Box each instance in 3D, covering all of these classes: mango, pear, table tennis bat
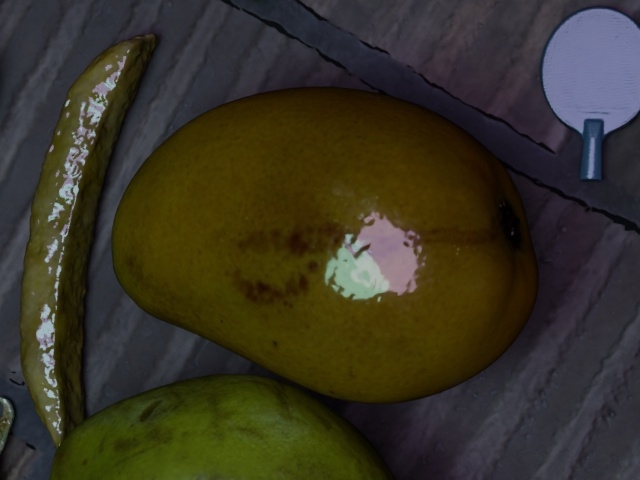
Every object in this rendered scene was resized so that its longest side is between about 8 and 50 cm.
[{"bbox_3d":[0.000,0.000,1.675,0.378,0.221,0.264,7,95,18],"label":"mango"},{"bbox_3d":[-0.076,0.244,1.670,0.321,0.269,0.269,22,95,7],"label":"pear"},{"bbox_3d":[0.243,-0.129,1.727,0.100,0.019,0.155,2,90,10],"label":"table tennis bat"}]

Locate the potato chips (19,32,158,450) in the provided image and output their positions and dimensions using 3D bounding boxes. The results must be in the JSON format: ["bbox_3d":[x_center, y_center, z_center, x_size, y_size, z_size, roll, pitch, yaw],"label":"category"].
[{"bbox_3d":[-0.226,0.004,1.792,0.080,0.057,0.407,11,93,13],"label":"potato chips"}]

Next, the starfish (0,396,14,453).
[{"bbox_3d":[-0.332,0.252,1.830,0.217,0.050,0.223,18,89,17],"label":"starfish"}]
